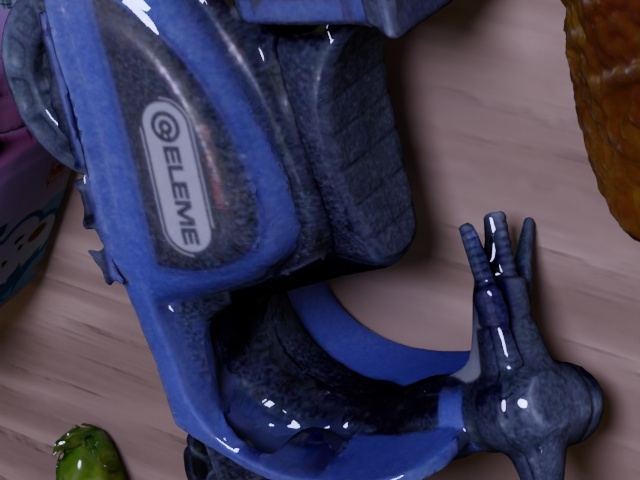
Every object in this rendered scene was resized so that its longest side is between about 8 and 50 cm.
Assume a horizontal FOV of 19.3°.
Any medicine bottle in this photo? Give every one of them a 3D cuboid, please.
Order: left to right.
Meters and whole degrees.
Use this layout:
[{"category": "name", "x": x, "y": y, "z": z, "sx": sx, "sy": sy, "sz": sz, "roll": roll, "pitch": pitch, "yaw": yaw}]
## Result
[{"category": "medicine bottle", "x": -0.178, "y": -0.042, "z": 0.880, "sx": 0.094, "sy": 0.119, "sz": 0.188, "roll": 38, "pitch": 134, "yaw": 14}]

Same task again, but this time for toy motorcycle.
[{"category": "toy motorcycle", "x": 0.000, "y": 0.000, "z": 0.763, "sx": 0.212, "sy": 0.125, "sz": 0.359, "roll": 4, "pitch": 120, "yaw": 35}]

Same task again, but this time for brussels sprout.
[{"category": "brussels sprout", "x": -0.129, "y": 0.139, "z": 1.005, "sx": 0.051, "sy": 0.046, "sz": 0.083, "roll": 36, "pitch": 132, "yaw": 8}]

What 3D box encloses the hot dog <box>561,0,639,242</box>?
[{"category": "hot dog", "x": 0.141, "y": -0.093, "z": 0.608, "sx": 0.160, "sy": 0.099, "sz": 0.227, "roll": 17, "pitch": 126, "yaw": 31}]
